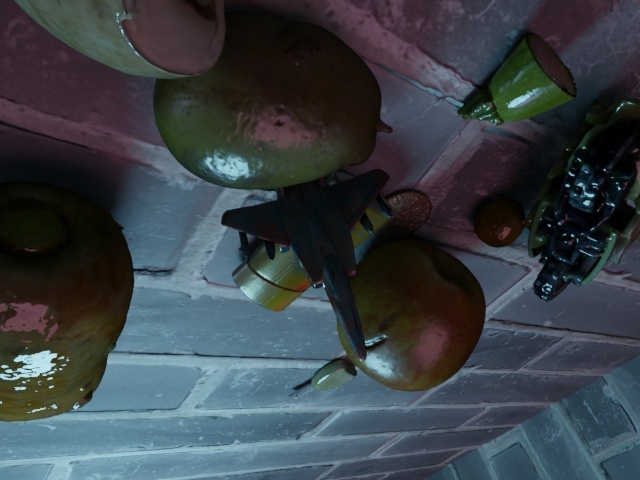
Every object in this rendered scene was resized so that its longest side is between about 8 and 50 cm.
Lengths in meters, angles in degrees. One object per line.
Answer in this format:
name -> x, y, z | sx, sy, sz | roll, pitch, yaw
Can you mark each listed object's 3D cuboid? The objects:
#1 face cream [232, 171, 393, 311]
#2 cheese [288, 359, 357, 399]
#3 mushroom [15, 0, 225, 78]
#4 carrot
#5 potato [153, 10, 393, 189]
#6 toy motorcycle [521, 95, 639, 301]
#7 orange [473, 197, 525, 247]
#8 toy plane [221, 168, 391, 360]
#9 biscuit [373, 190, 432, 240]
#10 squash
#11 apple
face cream -> -0.024, 0.014, 0.756 | 0.139, 0.067, 0.285 | 25, 124, -38
cheese -> -0.001, 0.374, 1.209 | 0.192, 0.037, 0.097 | -32, 138, 14
mushroom -> -0.155, -0.258, 0.321 | 0.189, 0.195, 0.253 | 20, 136, 6
carrot -> -0.362, 0.090, 0.584 | 0.224, 0.224, 0.340 | 6, 138, -28
potato -> -0.042, -0.140, 0.493 | 0.252, 0.159, 0.174 | 4, 138, -9
toy motorcycle -> 0.455, -0.057, 0.762 | 0.237, 0.169, 0.410 | -48, 149, -16
orange -> 0.326, -0.033, 0.835 | 0.085, 0.085, 0.095 | 22, 121, -40
toy plane -> 0.001, 0.004, 0.548 | 0.223, 0.326, 0.104 | -15, 144, -4
biscuit -> 0.138, -0.041, 0.800 | 0.120, 0.015, 0.120 | -11, 140, -9
squash -> 0.258, -0.193, 0.625 | 0.105, 0.105, 0.132 | 14, 144, -34
apple -> 0.163, 0.120, 0.815 | 0.265, 0.264, 0.264 | -12, 140, -10
